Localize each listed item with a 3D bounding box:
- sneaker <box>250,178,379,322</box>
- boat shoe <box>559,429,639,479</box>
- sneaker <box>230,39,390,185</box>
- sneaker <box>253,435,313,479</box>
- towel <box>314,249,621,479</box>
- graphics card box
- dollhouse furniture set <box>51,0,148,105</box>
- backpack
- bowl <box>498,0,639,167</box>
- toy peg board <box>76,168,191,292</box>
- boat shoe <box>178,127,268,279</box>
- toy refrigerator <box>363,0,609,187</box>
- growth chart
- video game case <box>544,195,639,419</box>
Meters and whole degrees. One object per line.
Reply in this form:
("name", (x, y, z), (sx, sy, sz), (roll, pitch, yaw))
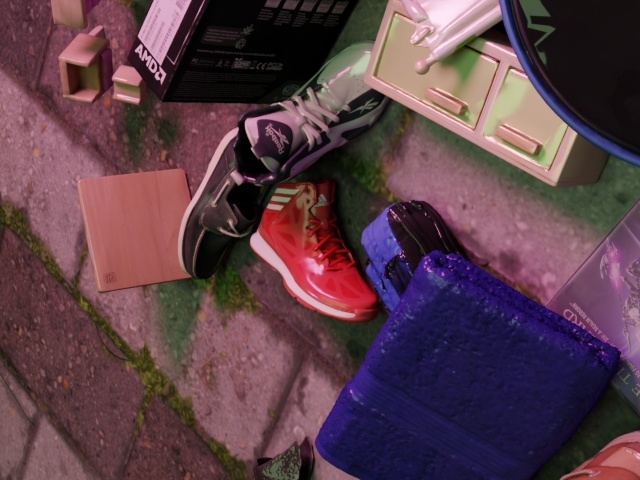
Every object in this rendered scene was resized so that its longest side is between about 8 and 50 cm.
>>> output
("sneaker", (0.000, 0.000, 1.227), (0.221, 0.087, 0.128), (35, 119, 34))
("boat shoe", (0.238, 0.306, 1.004), (0.123, 0.116, 0.324), (51, 133, 28))
("sneaker", (-0.019, -0.137, 1.156), (0.235, 0.153, 0.094), (-32, 94, 29))
("sneaker", (-0.068, 0.336, 1.357), (0.170, 0.051, 0.089), (-32, 73, 36))
("towel", (0.148, 0.170, 1.065), (0.228, 0.076, 0.308), (29, 125, 4))
("graphics card box", (-0.044, -0.324, 1.128), (0.094, 0.233, 0.371), (49, 126, 27))
("dollhouse furniture set", (-0.192, -0.336, 1.386), (0.303, 0.198, 0.286), (13, 130, 11))
("backpack", (0.099, 0.021, 1.125), (0.101, 0.098, 0.120), (-40, 69, 41))
("bowl", (0.326, -0.230, 0.790), (0.391, 0.077, 0.391), (8, 111, 21))
("toy peg board", (-0.269, -0.010, 1.441), (0.079, 0.161, 0.161), (-21, 80, 59))
("boat shoe", (-0.127, -0.036, 1.344), (0.079, 0.084, 0.233), (43, 119, 32))
("toy refrigerator", (0.175, -0.160, 1.035), (0.269, 0.094, 0.102), (35, 118, 35))
("growth chart", (0.138, -0.303, 1.031), (0.172, 0.021, 0.237), (-28, 59, 18))
("video game case", (0.356, 0.043, 0.934), (0.196, 0.026, 0.274), (51, 127, 26))
